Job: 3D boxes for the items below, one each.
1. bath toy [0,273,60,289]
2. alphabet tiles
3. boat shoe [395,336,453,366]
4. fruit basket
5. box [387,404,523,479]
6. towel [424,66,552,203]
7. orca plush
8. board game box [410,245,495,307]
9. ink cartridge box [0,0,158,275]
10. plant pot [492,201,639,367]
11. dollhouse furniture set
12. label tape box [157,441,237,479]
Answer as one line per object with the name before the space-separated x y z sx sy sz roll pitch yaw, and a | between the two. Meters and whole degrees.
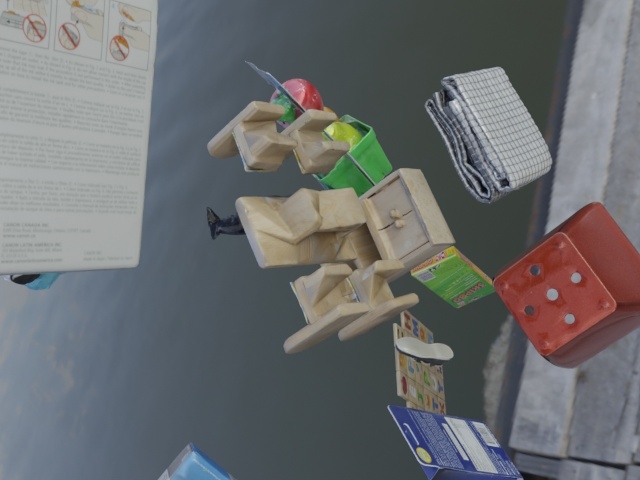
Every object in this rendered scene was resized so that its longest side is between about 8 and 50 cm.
bath toy | -0.613 0.000 1.679 0.348 0.129 0.151 61 -149 -73
alphabet tiles | 0.248 0.331 2.044 0.011 0.342 0.285 -12 64 23
boat shoe | 0.188 0.210 1.550 0.038 0.125 0.046 -57 38 33
fruit basket | -0.024 -0.240 1.787 0.165 0.353 0.327 -51 21 4
box | 0.212 0.339 1.362 0.036 0.225 0.136 -59 34 20
towel | 0.369 -0.235 1.853 0.121 0.235 0.284 -34 82 42
orca plush | -0.145 -0.086 2.106 0.102 0.287 0.151 91 178 -48
board game box | 0.339 0.098 2.100 0.124 0.259 0.039 -27 52 23
ink cartridge box | -0.328 -0.155 0.921 0.091 0.308 0.385 6 94 35
plant pot | 0.501 0.098 1.681 0.267 0.235 0.267 -41 70 26
dollhouse furniture set | 0.000 0.000 1.425 0.256 0.394 0.362 -36 69 36
label tape box | -0.331 0.697 2.011 0.334 0.240 0.106 -50 12 -10
